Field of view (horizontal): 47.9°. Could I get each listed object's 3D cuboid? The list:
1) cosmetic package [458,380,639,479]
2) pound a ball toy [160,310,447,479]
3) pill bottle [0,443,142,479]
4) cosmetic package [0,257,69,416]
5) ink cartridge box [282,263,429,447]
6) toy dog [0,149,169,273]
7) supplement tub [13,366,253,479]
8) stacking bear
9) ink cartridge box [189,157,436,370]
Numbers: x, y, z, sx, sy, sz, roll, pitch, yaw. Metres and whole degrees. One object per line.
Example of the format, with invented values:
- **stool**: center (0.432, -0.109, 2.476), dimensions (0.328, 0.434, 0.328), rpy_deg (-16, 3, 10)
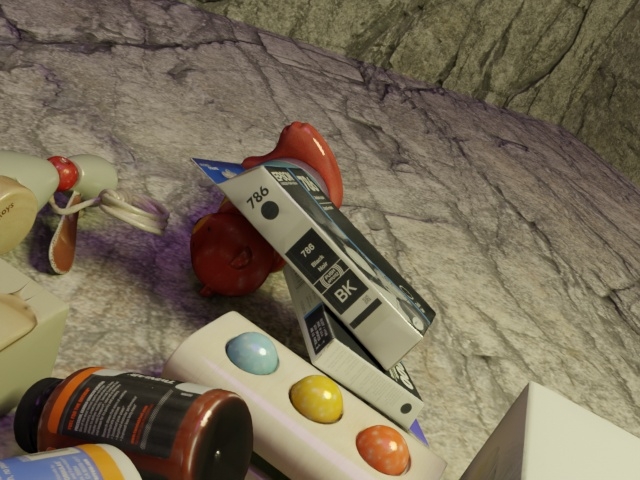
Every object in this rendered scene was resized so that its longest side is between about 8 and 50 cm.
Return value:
- **cosmetic package**: center (0.174, 0.284, 0.610), dimensions (0.138, 0.224, 0.225), rpy_deg (29, 26, 7)
- **pound a ball toy**: center (-0.019, 0.213, 0.676), dimensions (0.319, 0.136, 0.208), rpy_deg (33, 27, 16)
- **pill bottle**: center (-0.250, 0.222, 0.441), dimensions (0.272, 0.152, 0.152), rpy_deg (0, 36, -40)
- **cosmetic package**: center (-0.375, 0.113, 0.580), dimensions (0.160, 0.113, 0.309), rpy_deg (30, 28, 10)
- **ink cartridge box**: center (0.052, 0.129, 0.885), dimensions (0.208, 0.045, 0.206), rpy_deg (41, 12, -28)
- **toy dog**: center (-0.365, -0.027, 0.851), dimensions (0.220, 0.161, 0.333), rpy_deg (38, 14, 30)
- **supplement tub**: center (-0.164, 0.165, 0.617), dimensions (0.197, 0.106, 0.106), rpy_deg (5, 19, 23)
- **stacking bear**: center (-0.086, -0.025, 1.038), dimensions (0.164, 0.175, 0.289), rpy_deg (51, 35, -10)
- **ink cartridge box**: center (0.000, 0.000, 0.873), dimensions (0.333, 0.065, 0.165), rpy_deg (46, 14, 7)
